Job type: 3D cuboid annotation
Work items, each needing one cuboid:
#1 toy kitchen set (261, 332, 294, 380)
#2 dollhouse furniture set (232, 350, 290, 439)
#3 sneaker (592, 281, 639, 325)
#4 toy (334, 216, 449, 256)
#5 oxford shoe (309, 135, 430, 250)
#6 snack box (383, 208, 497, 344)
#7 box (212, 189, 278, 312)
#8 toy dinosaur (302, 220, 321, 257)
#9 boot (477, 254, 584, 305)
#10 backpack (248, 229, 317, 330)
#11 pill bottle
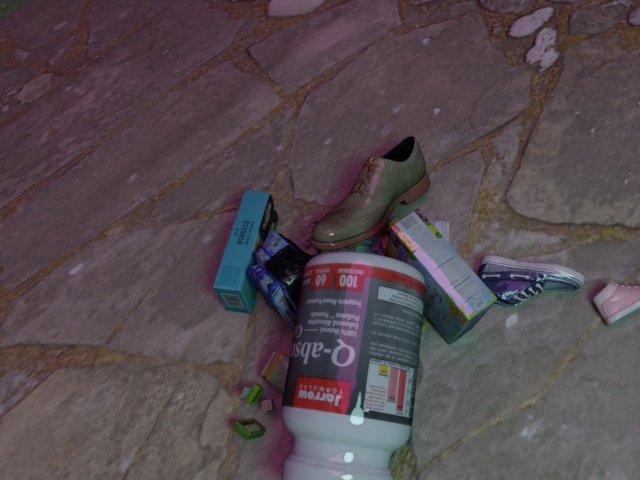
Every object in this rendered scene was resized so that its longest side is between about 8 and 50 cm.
[{"bbox_3d":[-0.072,0.211,1.064,0.075,0.068,0.083,-5,54,7],"label":"toy kitchen set"},{"bbox_3d":[-0.093,0.269,0.998,0.076,0.058,0.152,32,92,27],"label":"dollhouse furniture set"},{"bbox_3d":[0.562,0.096,1.039,0.134,0.051,0.070,-27,60,-3],"label":"sneaker"},{"bbox_3d":[0.147,-0.004,1.182,0.237,0.056,0.137,2,57,12],"label":"toy"},{"bbox_3d":[0.094,-0.103,1.170,0.123,0.130,0.348,14,41,39],"label":"oxford shoe"},{"bbox_3d":[0.203,0.069,1.023,0.070,0.174,0.207,-35,69,-13],"label":"snack box"},{"bbox_3d":[-0.151,0.020,1.193,0.060,0.101,0.244,5,57,12],"label":"box"},{"bbox_3d":[0.000,0.000,1.207,0.090,0.047,0.082,-12,86,8],"label":"toy dinosaur"},{"bbox_3d":[0.390,0.089,1.074,0.189,0.069,0.086,9,64,25],"label":"boot"},{"bbox_3d":[-0.070,0.069,1.111,0.117,0.158,0.173,-39,48,-13],"label":"backpack"},{"bbox_3d":[0.050,0.217,0.920,0.210,0.210,0.363,4,71,13],"label":"pill bottle"}]
